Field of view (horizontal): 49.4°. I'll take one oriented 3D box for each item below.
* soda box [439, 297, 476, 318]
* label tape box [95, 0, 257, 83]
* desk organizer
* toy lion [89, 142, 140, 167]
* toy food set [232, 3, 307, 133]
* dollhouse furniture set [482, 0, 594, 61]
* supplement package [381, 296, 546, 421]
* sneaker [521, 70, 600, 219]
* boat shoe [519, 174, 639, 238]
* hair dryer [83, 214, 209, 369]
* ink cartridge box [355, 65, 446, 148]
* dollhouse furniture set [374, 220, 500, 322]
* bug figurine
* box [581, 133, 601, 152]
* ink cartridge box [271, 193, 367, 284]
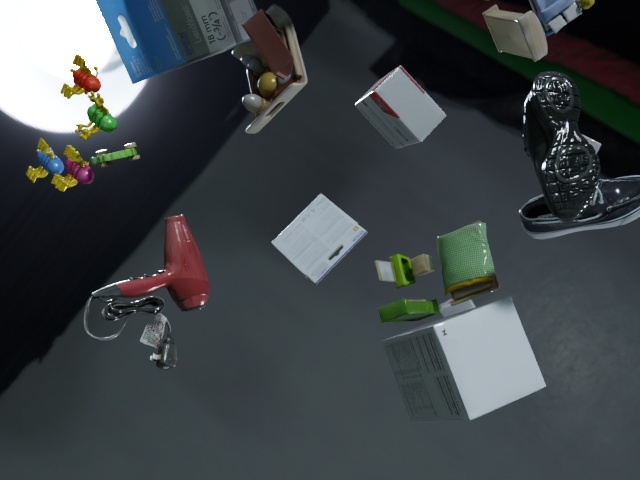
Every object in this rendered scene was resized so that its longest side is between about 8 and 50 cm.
[{"bbox_3d":[0.458,0.297,2.035,0.286,0.098,0.091,61,11,-1],"label":"soda box"},{"bbox_3d":[-0.331,-0.543,1.646,0.106,0.334,0.240,10,-55,63],"label":"label tape box"},{"bbox_3d":[-0.094,-0.381,1.351,0.130,0.050,0.047,58,18,13],"label":"desk organizer"},{"bbox_3d":[-0.397,-0.161,1.329,0.096,0.100,0.034,-54,132,-74],"label":"toy lion"},{"bbox_3d":[-0.157,-0.473,1.917,0.092,0.220,0.306,12,53,-39],"label":"toy food set"},{"bbox_3d":[0.639,-0.706,1.984,0.286,0.303,0.198,56,-3,-29],"label":"dollhouse furniture set"},{"bbox_3d":[0.297,0.262,1.495,0.198,0.199,0.263,70,-22,8],"label":"supplement package"},{"bbox_3d":[0.449,-0.173,1.333,0.109,0.286,0.130,0,-15,-8],"label":"sneaker"},{"bbox_3d":[0.598,-0.088,1.562,0.102,0.301,0.108,42,40,-54],"label":"boat shoe"},{"bbox_3d":[-0.301,0.081,1.316,0.080,0.293,0.223,-6,-33,34],"label":"hair dryer"},{"bbox_3d":[0.228,-0.386,2.053,0.197,0.114,0.273,45,-4,-9],"label":"ink cartridge box"},{"bbox_3d":[0.296,0.082,1.836,0.151,0.302,0.197,6,65,-44],"label":"dollhouse furniture set"},{"bbox_3d":[-0.490,-0.218,1.397,0.072,0.279,0.216,13,22,-48],"label":"bug figurine"},{"bbox_3d":[0.686,-0.271,1.923,0.063,0.067,0.324,26,14,-3],"label":"box"},{"bbox_3d":[0.000,0.000,2.078,0.224,0.223,0.045,42,-6,34],"label":"ink cartridge box"}]
